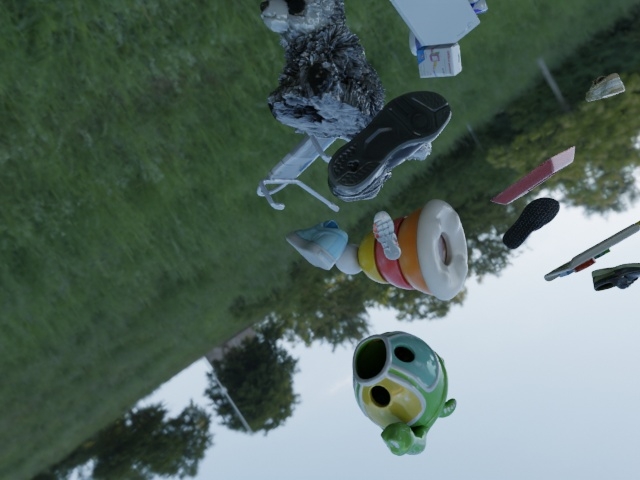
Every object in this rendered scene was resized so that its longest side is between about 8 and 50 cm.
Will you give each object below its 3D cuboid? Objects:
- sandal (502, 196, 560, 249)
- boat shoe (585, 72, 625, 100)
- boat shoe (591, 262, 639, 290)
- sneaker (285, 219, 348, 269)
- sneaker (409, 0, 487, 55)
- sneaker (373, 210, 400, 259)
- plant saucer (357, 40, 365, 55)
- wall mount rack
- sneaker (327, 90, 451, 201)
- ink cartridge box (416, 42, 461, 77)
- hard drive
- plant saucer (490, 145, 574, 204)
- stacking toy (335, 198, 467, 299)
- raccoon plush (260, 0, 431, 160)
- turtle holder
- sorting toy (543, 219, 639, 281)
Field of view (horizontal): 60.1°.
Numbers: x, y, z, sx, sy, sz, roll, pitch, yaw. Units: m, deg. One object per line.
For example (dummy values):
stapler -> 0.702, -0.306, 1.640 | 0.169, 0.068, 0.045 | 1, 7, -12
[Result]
sandal -> 0.524, -0.047, 1.380 | 0.040, 0.067, 0.179 | -22, 157, -42
boat shoe -> 0.770, -0.419, 1.505 | 0.063, 0.059, 0.170 | -14, -175, 2
boat shoe -> 0.938, 0.117, 1.719 | 0.080, 0.073, 0.223 | 9, 166, -16
sneaker -> 0.000, 0.000, 1.891 | 0.150, 0.135, 0.366 | -46, -157, -9
sneaker -> 0.477, -0.820, 2.008 | 0.236, 0.130, 0.323 | 24, -87, 40
sneaker -> 0.190, -0.021, 1.605 | 0.061, 0.158, 0.065 | -12, -153, 12
plant saucer -> 0.081, -0.492, 1.676 | 0.241, 0.037, 0.241 | -56, 161, -31
wall mount rack -> 0.006, -0.184, 1.494 | 0.350, 0.130, 0.304 | -39, 163, 30
sneaker -> 0.099, -0.141, 0.864 | 0.227, 0.087, 0.130 | -42, 175, -12
ink cartridge box -> 0.368, -0.558, 1.717 | 0.122, 0.089, 0.052 | 8, -144, 38
hard drive -> 0.381, -0.785, 1.864 | 0.203, 0.307, 0.040 | -37, -140, 18
plant saucer -> 0.756, -0.219, 1.942 | 0.258, 0.048, 0.259 | -24, 166, -45
stacking toy -> 0.264, 0.051, 2.027 | 0.479, 0.351, 0.350 | -8, -157, 37
raccoon plush -> 0.060, -0.373, 1.194 | 0.216, 0.299, 0.446 | -3, 164, 44
turtle holder -> 0.182, 0.381, 1.405 | 0.243, 0.227, 0.320 | -8, -132, 44
sorting toy -> 0.779, 0.022, 1.511 | 0.307, 0.041, 0.229 | -29, 165, -3
